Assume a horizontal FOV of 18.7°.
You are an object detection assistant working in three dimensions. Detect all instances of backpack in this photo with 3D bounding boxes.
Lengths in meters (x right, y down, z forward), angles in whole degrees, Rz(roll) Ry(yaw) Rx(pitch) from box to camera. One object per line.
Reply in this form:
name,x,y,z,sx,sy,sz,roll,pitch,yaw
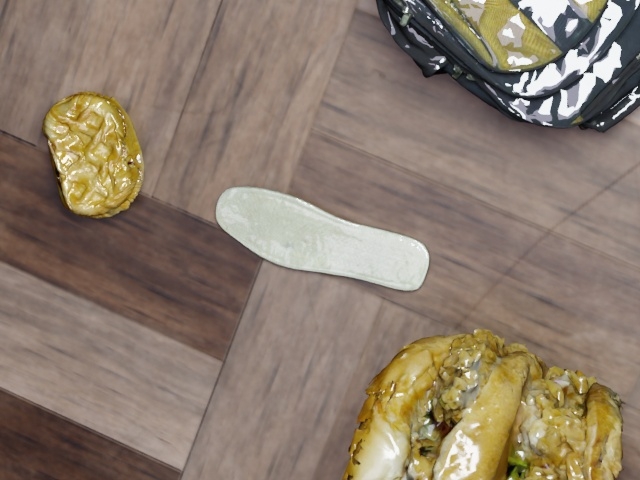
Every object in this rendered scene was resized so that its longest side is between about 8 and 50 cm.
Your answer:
backpack,0.162,-0.195,1.527,0.258,0.133,0.206,44,99,-3

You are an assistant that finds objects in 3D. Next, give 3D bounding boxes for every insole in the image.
insole,0.000,0.000,1.661,0.192,0.010,0.063,16,104,12

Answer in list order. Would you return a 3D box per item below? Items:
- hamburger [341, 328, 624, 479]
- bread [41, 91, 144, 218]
hamburger,0.138,0.189,1.546,0.211,0.245,0.260,13,142,15
bread,-0.195,-0.074,1.680,0.083,0.044,0.111,-14,94,15
